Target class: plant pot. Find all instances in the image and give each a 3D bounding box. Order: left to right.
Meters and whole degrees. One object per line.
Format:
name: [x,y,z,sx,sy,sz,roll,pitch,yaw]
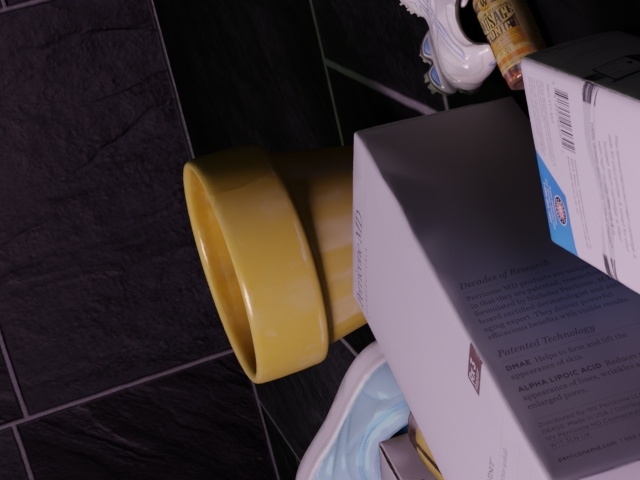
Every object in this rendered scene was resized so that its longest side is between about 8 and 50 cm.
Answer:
plant pot: [0.000,0.000,1.479,0.254,0.239,0.254,162,90,-77]

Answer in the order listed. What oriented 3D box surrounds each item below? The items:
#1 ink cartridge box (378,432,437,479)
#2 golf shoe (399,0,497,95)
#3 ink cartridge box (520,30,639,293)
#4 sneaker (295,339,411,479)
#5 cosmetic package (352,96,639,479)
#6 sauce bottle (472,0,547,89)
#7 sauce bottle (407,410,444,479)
ink cartridge box: [0.149,0.304,1.512,0.127,0.128,0.176,-122,19,-48]
golf shoe: [0.110,-0.214,1.156,0.086,0.069,0.176,-39,71,55]
ink cartridge box: [0.210,-0.046,0.858,0.190,0.082,0.139,-139,33,-65]
sneaker: [0.065,0.297,1.691,0.150,0.135,0.366,-122,37,-45]
cosmetic package: [0.157,0.088,1.080,0.385,0.156,0.217,-119,19,-44]
sauce bottle: [0.142,-0.182,1.063,0.042,0.042,0.128,108,141,-70]
sauce bottle: [0.190,0.238,1.284,0.344,0.111,0.111,-134,29,-64]
